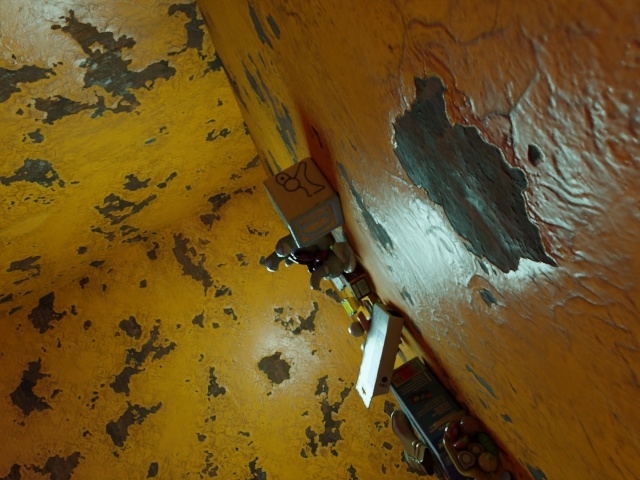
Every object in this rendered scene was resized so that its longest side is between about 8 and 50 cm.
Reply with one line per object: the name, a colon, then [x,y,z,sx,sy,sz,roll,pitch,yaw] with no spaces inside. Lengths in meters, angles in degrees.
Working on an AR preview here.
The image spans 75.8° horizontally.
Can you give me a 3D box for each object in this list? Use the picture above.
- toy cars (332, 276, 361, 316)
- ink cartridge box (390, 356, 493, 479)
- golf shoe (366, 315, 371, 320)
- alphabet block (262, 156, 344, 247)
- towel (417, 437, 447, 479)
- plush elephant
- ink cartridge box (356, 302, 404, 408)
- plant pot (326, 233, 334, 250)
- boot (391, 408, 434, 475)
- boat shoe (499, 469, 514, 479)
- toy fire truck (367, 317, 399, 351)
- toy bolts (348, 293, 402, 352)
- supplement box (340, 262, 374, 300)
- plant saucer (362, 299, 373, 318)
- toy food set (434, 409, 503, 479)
toy cars: [0.151,0.281,2.251,0.176,0.087,0.394,45,162,51]
ink cartridge box: [0.403,0.626,1.371,0.270,0.151,0.395,62,175,-35]
golf shoe: [0.242,0.452,2.202,0.176,0.086,0.069,90,161,-64]
alphabet block: [-0.054,-0.127,1.402,0.197,0.192,0.193,58,172,28]
towel: [0.381,0.763,1.418,0.148,0.027,0.110,53,173,48]
plush elephant: [-0.017,0.071,1.615,0.255,0.330,0.272,51,147,4]
ink cartridge box: [0.207,0.403,1.448,0.165,0.065,0.333,-145,67,-77]
plant pot: [0.000,0.000,1.993,0.134,0.134,0.095,78,-174,-73]
boot: [0.312,0.670,1.371,0.152,0.073,0.197,136,114,-73]
boat shoe: [0.524,0.683,1.157,0.042,0.049,0.133,27,153,23]
toy fire truck: [0.276,0.439,1.852,0.192,0.047,0.135,37,155,14]
toy bolts: [0.198,0.343,1.648,0.228,0.158,0.218,60,180,-24]
supplement box: [0.132,0.147,1.693,0.104,0.081,0.188,63,174,-32]
plant saucer: [0.251,0.341,1.905,0.168,0.029,0.168,59,173,11]
toy food set: [0.410,0.548,1.132,0.218,0.128,0.071,-120,24,-58]
